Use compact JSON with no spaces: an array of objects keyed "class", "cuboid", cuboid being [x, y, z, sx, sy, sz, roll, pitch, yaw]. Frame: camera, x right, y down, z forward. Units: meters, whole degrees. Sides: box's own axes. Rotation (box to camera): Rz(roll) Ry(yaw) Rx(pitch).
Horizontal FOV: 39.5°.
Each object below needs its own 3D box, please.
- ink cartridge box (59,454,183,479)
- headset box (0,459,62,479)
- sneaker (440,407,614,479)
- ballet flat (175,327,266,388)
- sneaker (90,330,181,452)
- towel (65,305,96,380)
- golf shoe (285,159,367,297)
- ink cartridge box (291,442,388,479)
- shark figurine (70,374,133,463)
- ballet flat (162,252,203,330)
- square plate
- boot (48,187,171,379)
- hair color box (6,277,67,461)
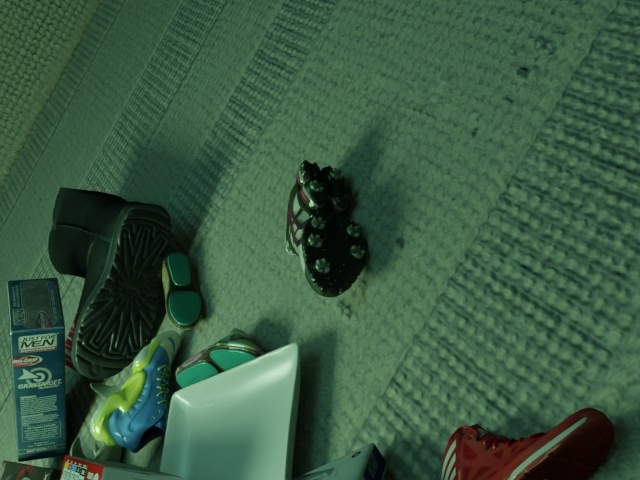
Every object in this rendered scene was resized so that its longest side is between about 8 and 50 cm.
[{"class":"ink cartridge box","cuboid":[-0.343,0.491,1.408,0.309,0.130,0.271,-21,57,62]},{"class":"headset box","cuboid":[-0.572,0.558,1.760,0.293,0.110,0.218,-11,60,51]},{"class":"sneaker","cuboid":[0.201,0.222,0.954,0.221,0.087,0.128,-47,38,22]},{"class":"ballet flat","cuboid":[-0.160,0.192,1.492,0.221,0.077,0.079,-27,24,42]},{"class":"sneaker","cuboid":[-0.301,0.283,1.622,0.126,0.091,0.240,29,67,16]},{"class":"towel","cuboid":[-0.492,0.162,1.996,0.199,0.031,0.274,9,77,53]},{"class":"golf shoe","cuboid":[0.000,0.000,1.391,0.272,0.105,0.120,-94,28,-46]},{"class":"ink cartridge box","cuboid":[-0.036,0.347,1.068,0.224,0.045,0.223,-31,4,16]},{"class":"shark figurine","cuboid":[-0.386,0.398,1.659,0.116,0.166,0.278,-3,44,26]},{"class":"ballet flat","cuboid":[-0.265,0.111,1.702,0.206,0.073,0.067,-104,24,-48]},{"class":"square plate","cuboid":[-0.142,0.361,1.360,0.347,0.049,0.344,-27,47,42]},{"class":"boot","cuboid":[-0.495,0.071,1.903,0.445,0.146,0.367,13,80,53]},{"class":"hair color box","cuboid":[-0.582,0.267,1.838,0.174,0.105,0.347,-121,33,-51]}]
